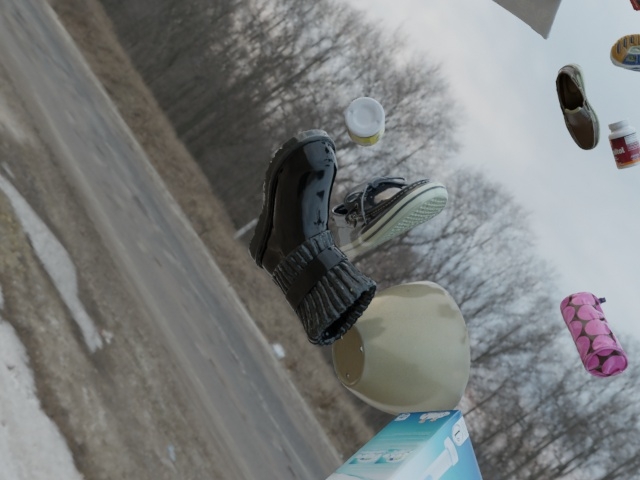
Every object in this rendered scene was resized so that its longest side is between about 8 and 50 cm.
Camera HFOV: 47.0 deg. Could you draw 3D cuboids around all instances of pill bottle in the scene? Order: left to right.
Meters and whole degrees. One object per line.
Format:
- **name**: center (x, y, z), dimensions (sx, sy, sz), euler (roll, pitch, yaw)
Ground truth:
- **pill bottle**: center (0.138, -0.354, 2.241), dimensions (0.119, 0.119, 0.208), euler (55, 2, 6)
- **pill bottle**: center (0.981, -0.312, 2.372), dimensions (0.086, 0.086, 0.152), euler (-101, 172, -86)

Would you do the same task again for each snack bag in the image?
- **snack bag**: center (0.567, -0.778, 2.115), dimensions (0.323, 0.037, 0.343), euler (42, -19, 19)

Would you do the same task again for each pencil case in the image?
- **pencil case**: center (0.560, 0.192, 1.499), dimensions (0.098, 0.095, 0.209), euler (52, 22, -22)

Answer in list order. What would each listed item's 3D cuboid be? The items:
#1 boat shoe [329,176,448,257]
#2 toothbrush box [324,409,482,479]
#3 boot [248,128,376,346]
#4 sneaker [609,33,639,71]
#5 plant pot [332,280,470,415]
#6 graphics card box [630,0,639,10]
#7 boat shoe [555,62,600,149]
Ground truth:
- **boat shoe**: center (0.137, -0.073, 1.741), dimensions (0.156, 0.186, 0.500), euler (67, -18, 2)
- **toothbrush box**: center (0.132, 0.420, 1.120), dimensions (0.295, 0.126, 0.216), euler (-25, 98, -52)
- **boot**: center (0.003, 0.000, 1.346), dimensions (0.260, 0.131, 0.348), euler (50, -41, 33)
- **sneaker**: center (0.976, -0.527, 2.085), dimensions (0.296, 0.112, 0.131), euler (12, 4, 12)
- **plant pot**: center (0.137, 0.225, 1.481), dimensions (0.190, 0.284, 0.284), euler (0, 35, -29)
- **graphics card box**: center (0.677, -0.546, 1.361), dimensions (0.233, 0.094, 0.371), euler (55, 2, -20)
- **boat shoe**: center (0.731, -0.375, 2.117), dimensions (0.095, 0.095, 0.258), euler (-33, 104, -50)
